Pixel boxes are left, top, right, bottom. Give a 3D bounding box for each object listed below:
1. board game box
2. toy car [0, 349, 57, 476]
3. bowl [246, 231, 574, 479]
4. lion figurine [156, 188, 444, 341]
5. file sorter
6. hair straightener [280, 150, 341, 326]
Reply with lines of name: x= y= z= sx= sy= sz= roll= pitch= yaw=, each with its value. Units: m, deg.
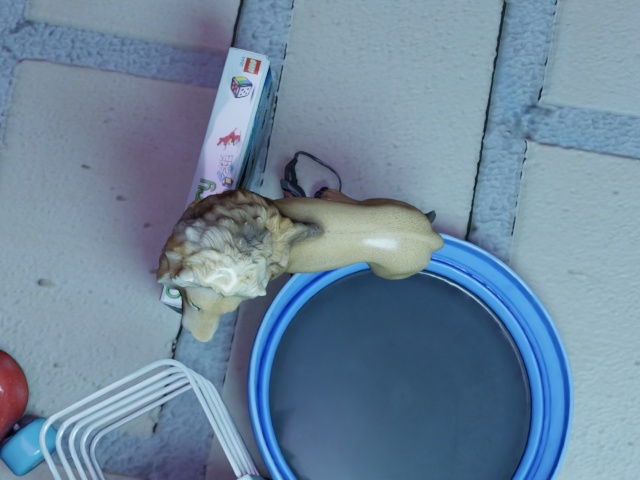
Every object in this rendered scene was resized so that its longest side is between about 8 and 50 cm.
board game box: x=-0.119 y=-0.059 z=1.676 sx=0.053 sy=0.193 sz=0.305 roll=15 pitch=83 yaw=2
toy car: x=-0.451 y=0.207 z=1.623 sx=0.210 sy=0.238 sz=0.219 roll=-40 pitch=84 yaw=-4
bowl: x=0.104 y=0.183 z=1.660 sx=0.391 sy=0.077 sz=0.391 roll=3 pitch=75 yaw=-11
lion figurine: x=0.000 y=0.000 z=1.490 sx=0.392 sy=0.240 sz=0.142 roll=-12 pitch=94 yaw=-23
file sorter: x=-0.183 y=0.255 z=1.599 sx=0.193 sy=0.277 sz=0.173 roll=-27 pitch=79 yaw=-3
hair straightener: x=0.000 y=-0.002 z=1.749 sx=0.089 sy=0.047 sz=0.230 roll=-5 pitch=77 yaw=-14
